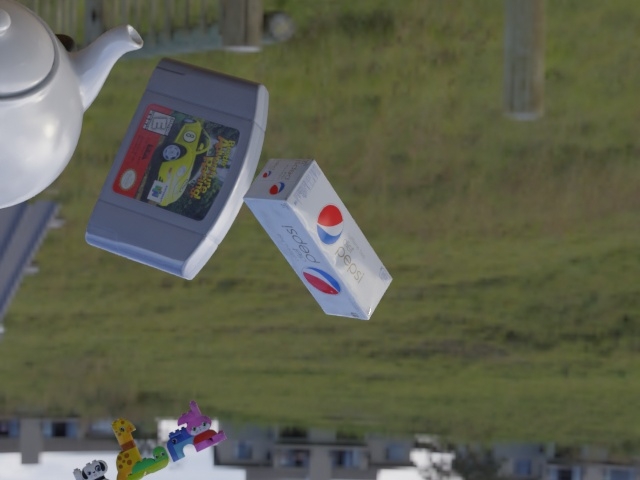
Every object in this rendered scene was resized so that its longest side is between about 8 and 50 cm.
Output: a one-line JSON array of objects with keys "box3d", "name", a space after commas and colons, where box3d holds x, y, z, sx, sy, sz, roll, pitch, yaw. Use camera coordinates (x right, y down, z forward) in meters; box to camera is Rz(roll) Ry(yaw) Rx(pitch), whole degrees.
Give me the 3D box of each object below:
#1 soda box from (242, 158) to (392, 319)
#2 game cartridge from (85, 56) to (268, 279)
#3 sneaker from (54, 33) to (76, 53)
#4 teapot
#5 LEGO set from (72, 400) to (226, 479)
[{"box3d": [0.000, 0.000, 1.414, 0.073, 0.069, 0.216, 5, 141, 41], "name": "soda box"}, {"box3d": [-0.191, -0.103, 1.659, 0.196, 0.294, 0.060, 18, 170, 18], "name": "game cartridge"}, {"box3d": [-0.479, -0.217, 1.874, 0.270, 0.145, 0.090, -23, -140, 8], "name": "sneaker"}, {"box3d": [-0.361, -0.168, 1.227, 0.252, 0.256, 0.187, 32, 138, 0], "name": "teapot"}, {"box3d": [-0.260, 0.295, 1.732, 0.227, 0.093, 0.087, -25, 175, -7], "name": "LEGO set"}]
